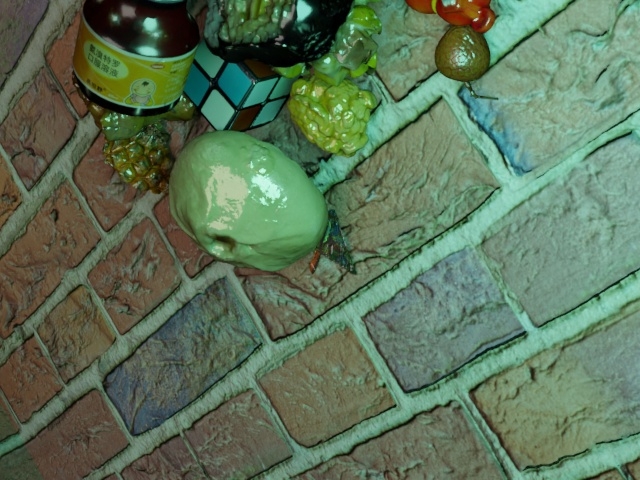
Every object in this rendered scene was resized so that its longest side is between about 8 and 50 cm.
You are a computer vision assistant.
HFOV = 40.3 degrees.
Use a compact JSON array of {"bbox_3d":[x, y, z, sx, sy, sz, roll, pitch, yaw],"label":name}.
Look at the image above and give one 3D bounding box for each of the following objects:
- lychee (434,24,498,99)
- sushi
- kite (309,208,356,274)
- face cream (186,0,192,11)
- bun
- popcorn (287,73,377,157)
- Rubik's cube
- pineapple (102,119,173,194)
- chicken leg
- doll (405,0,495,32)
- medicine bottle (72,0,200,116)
[{"bbox_3d":[0.264,-0.329,1.604,0.114,0.101,0.140,9,106,26],"label":"lychee"},{"bbox_3d":[-0.029,-0.470,1.665,0.328,0.285,0.328,1,86,51],"label":"sushi"},{"bbox_3d":[0.000,0.000,2.005,0.232,0.009,0.189,36,127,25],"label":"kite"},{"bbox_3d":[-0.371,-0.604,2.043,0.182,0.051,0.072,49,134,14],"label":"face cream"},{"bbox_3d":[-0.174,-0.057,1.899,0.364,0.202,0.364,18,149,11],"label":"bun"},{"bbox_3d":[0.023,-0.264,1.803,0.194,0.140,0.163,55,136,6],"label":"popcorn"},{"bbox_3d":[-0.171,-0.353,1.894,0.167,0.180,0.183,48,128,13],"label":"Rubik's cube"},{"bbox_3d":[-0.459,-0.236,2.203,0.164,0.140,0.249,-44,75,39],"label":"pineapple"},{"bbox_3d":[-0.390,-0.307,1.989,0.409,0.295,0.182,14,126,2],"label":"chicken leg"},{"bbox_3d":[0.204,-0.497,1.537,0.182,0.160,0.363,-49,56,37],"label":"doll"},{"bbox_3d":[-0.350,-0.455,1.717,0.242,0.242,0.395,40,133,21],"label":"medicine bottle"}]
